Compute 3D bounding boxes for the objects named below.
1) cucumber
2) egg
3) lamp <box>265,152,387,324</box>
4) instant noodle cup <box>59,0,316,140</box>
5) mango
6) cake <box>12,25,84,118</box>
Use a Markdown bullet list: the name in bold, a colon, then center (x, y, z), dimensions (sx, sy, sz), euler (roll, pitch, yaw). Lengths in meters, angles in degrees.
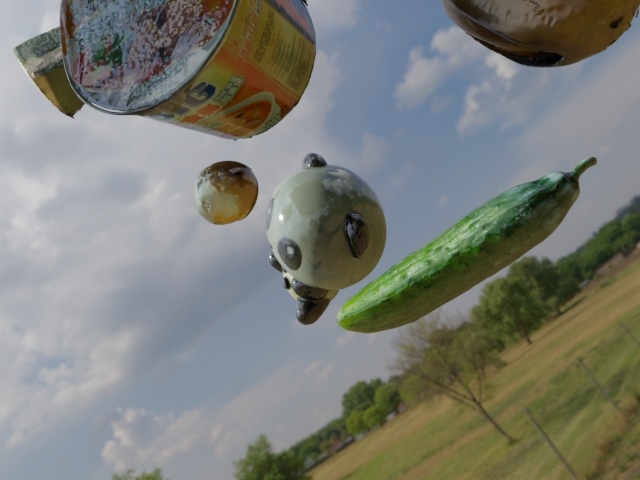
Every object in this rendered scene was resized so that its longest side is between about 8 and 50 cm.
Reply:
- **cucumber**: center (0.123, 0.012, 0.559), dimensions (0.250, 0.056, 0.056), euler (-34, -14, 14)
- **egg**: center (-0.104, -0.055, 0.761), dimensions (0.071, 0.071, 0.083), euler (-46, -6, 30)
- **lamp**: center (0.000, 0.000, 1.033), dimensions (0.197, 0.198, 0.244), euler (-26, -29, -37)
- **instant noodle cup**: center (-0.151, -0.269, 0.855), dimensions (0.296, 0.296, 0.214), euler (-42, -25, 18)
- **mango**: center (0.240, -0.288, 0.758), dimensions (0.151, 0.248, 0.156), euler (-31, -44, -22)
- **cake**: center (-0.606, -0.470, 1.644), dimensions (0.283, 0.158, 0.172), euler (-45, -25, 13)
